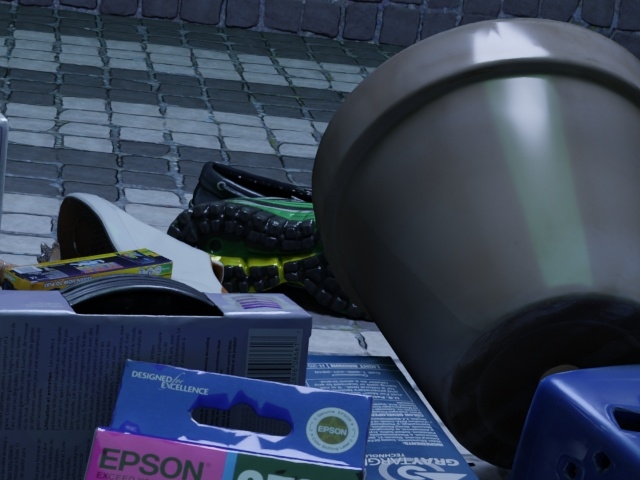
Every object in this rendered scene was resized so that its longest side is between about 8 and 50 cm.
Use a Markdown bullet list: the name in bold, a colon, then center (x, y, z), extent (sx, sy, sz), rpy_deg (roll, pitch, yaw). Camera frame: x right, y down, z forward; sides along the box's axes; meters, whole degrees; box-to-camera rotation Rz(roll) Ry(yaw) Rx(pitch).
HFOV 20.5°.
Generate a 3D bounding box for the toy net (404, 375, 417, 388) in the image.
- **toy net**: center (-0.020, 0.138, 1.772), extent (0.232, 0.045, 0.122), rpy_deg (8, 15, -5)

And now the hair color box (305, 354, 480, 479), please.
- **hair color box**: center (0.038, 0.223, 1.288), extent (0.105, 0.174, 0.347), rpy_deg (2, 17, -15)

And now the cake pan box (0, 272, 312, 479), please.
- **cake pan box**: center (-0.139, 0.159, 1.256), extent (0.245, 0.267, 0.070), rpy_deg (0, 13, -22)

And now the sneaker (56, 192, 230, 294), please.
- **sneaker**: center (-0.185, 0.038, 1.937), extent (0.123, 0.106, 0.290), rpy_deg (-1, 30, -40)

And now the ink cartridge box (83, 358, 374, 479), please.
- **ink cartridge box**: center (-0.071, 0.227, 1.075), extent (0.175, 0.069, 0.371), rpy_deg (9, 52, 1)

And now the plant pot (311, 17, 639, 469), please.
- **plant pot**: center (0.166, 0.026, 1.443), extent (0.323, 0.323, 0.280), rpy_deg (5, 38, -11)

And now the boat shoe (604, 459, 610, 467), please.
- **boat shoe**: center (0.266, 0.161, 1.563), extent (0.098, 0.109, 0.302), rpy_deg (-5, 15, -32)

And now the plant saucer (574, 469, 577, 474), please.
- **plant saucer**: center (0.357, 0.232, 1.628), extent (0.258, 0.048, 0.259), rpy_deg (21, 22, 36)

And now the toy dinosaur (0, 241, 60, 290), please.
- **toy dinosaur**: center (-0.377, 0.062, 1.743), extent (0.295, 0.127, 0.200), rpy_deg (16, -27, -36)

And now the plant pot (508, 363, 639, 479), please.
- **plant pot**: center (0.279, 0.237, 1.276), extent (0.236, 0.236, 0.212), rpy_deg (-2, 26, -32)

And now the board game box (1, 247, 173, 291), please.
- **board game box**: center (-0.223, 0.088, 1.664), extent (0.170, 0.141, 0.048), rpy_deg (-9, 23, -44)

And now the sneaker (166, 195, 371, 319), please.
- **sneaker**: center (0.000, 0.000, 2.071), extent (0.343, 0.134, 0.146), rpy_deg (10, 15, 5)

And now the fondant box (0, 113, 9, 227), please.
- **fondant box**: center (-0.356, 0.023, 1.487), extent (0.096, 0.330, 0.238), rpy_deg (-4, 21, -30)

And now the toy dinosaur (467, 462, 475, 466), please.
- **toy dinosaur**: center (0.092, 0.208, 1.544), extent (0.047, 0.090, 0.082), rpy_deg (26, -22, 22)

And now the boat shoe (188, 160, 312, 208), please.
- **boat shoe**: center (0.002, -0.038, 2.228), extent (0.340, 0.113, 0.127), rpy_deg (9, 17, 3)
